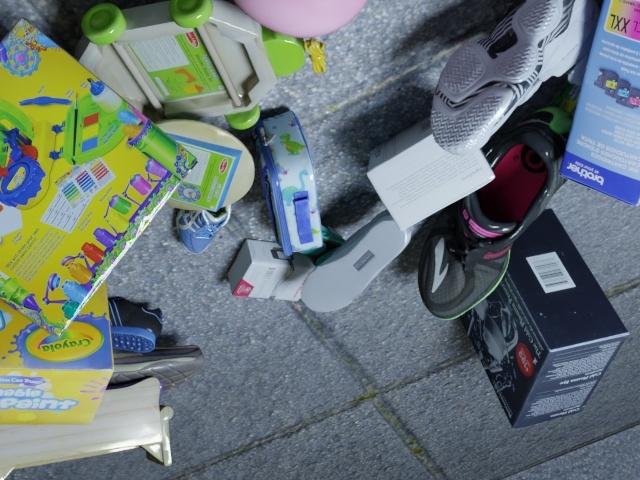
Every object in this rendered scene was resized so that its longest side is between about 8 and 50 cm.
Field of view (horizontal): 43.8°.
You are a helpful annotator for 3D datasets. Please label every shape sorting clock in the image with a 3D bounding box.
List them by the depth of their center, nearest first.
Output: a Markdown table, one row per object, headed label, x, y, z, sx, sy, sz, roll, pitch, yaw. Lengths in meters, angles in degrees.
| label | x | y | z | sx | sy | sz | roll | pitch | yaw |
| --- | --- | --- | --- | --- | --- | --- | --- | --- | --- |
| shape sorting clock | -0.206 | -0.117 | 1.255 | 0.206 | 0.040 | 0.206 | 4 | 142 | 3 |

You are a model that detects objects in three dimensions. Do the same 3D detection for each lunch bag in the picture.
| label | x | y | z | sx | sy | sz | roll | pitch | yaw |
| --- | --- | --- | --- | --- | --- | --- | --- | --- | --- |
| lunch bag | -0.052 | -0.092 | 1.339 | 0.090 | 0.176 | 0.219 | -14 | 142 | -5 |

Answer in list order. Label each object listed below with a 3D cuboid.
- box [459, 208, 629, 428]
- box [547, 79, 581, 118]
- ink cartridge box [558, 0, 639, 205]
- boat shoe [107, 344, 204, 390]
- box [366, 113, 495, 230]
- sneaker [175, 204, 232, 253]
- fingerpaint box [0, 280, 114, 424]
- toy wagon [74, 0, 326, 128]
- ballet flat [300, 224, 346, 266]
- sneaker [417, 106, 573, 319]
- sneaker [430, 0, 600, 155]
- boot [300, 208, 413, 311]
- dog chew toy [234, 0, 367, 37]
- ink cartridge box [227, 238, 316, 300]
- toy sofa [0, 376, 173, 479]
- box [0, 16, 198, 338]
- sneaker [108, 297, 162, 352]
| label | x | y | z | sx | sy | sz | roll | pitch | yaw |
| --- | --- | --- | --- | --- | --- | --- | --- | --- | --- |
| box | 0.456 | 0.169 | 1.717 | 0.178 | 0.343 | 0.313 | -11 | 140 | -11 |
| box | 0.512 | -0.256 | 1.472 | 0.179 | 0.043 | 0.105 | 5 | 136 | -24 |
| ink cartridge box | 0.531 | -0.243 | 1.276 | 0.270 | 0.151 | 0.396 | -37 | 142 | -36 |
| boat shoe | -0.413 | 0.239 | 1.620 | 0.355 | 0.130 | 0.132 | -3 | 149 | -25 |
| box | 0.184 | -0.131 | 1.360 | 0.181 | 0.181 | 0.119 | -30 | 103 | 14 |
| sneaker | -0.206 | -0.045 | 1.411 | 0.080 | 0.081 | 0.211 | 1 | 138 | -22 |
| fingerpaint box | -0.561 | 0.080 | 1.193 | 0.444 | 0.371 | 0.163 | 6 | 136 | -28 |
| toy wagon | -0.162 | -0.250 | 1.129 | 0.344 | 0.068 | 0.267 | -9 | 155 | 7 |
| ballet flat | 0.000 | 0.000 | 1.541 | 0.083 | 0.087 | 0.247 | -29 | 144 | 24 |
| sneaker | 0.302 | -0.043 | 1.499 | 0.202 | 0.185 | 0.483 | -21 | 145 | -51 |
| sneaker | 0.321 | -0.264 | 1.228 | 0.210 | 0.137 | 0.366 | 32 | 88 | -49 |
| boot | 0.078 | 0.033 | 1.491 | 0.258 | 0.123 | 0.095 | -38 | 93 | 25 |
| dog chew toy | 0.008 | -0.419 | 0.963 | 0.206 | 0.207 | 0.332 | 10 | 126 | -30 |
| ink cartridge box | -0.095 | 0.061 | 1.596 | 0.150 | 0.063 | 0.109 | 7 | 136 | -29 |
| toy sofa | -0.481 | 0.373 | 1.557 | 0.362 | 0.177 | 0.150 | -3 | 172 | -27 |
| box | -0.369 | -0.077 | 1.051 | 0.279 | 0.177 | 0.290 | 40 | 80 | -16 |
| sneaker | -0.428 | 0.154 | 1.575 | 0.232 | 0.091 | 0.081 | 14 | 135 | -4 |
